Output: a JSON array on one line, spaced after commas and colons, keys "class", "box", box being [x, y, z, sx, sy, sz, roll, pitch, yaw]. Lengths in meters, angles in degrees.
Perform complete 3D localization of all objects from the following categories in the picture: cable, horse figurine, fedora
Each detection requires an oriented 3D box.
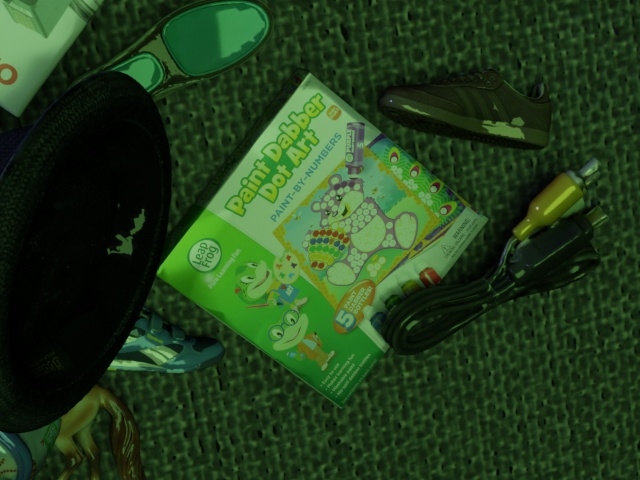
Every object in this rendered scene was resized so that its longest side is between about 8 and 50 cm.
[{"class": "cable", "box": [0.185, 0.031, 1.401, 0.287, 0.072, 0.139, -31, 145, -6]}, {"class": "horse figurine", "box": [-0.288, 0.176, 1.313, 0.263, 0.066, 0.175, 9, 102, -11]}, {"class": "fedora", "box": [-0.259, -0.005, 1.165, 0.152, 0.334, 0.334, 14, 99, 16]}]

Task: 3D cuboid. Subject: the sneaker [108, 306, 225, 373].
[{"class": "sneaker", "box": [-0.163, 0.097, 1.337, 0.144, 0.053, 0.059, 4, 99, -17]}]

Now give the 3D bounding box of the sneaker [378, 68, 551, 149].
[{"class": "sneaker", "box": [0.147, -0.141, 1.371, 0.188, 0.066, 0.071, 11, 82, -22]}]

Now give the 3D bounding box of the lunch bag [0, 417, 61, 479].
[{"class": "lunch bag", "box": [-0.397, 0.174, 1.214, 0.303, 0.115, 0.243, 37, 116, -8]}]

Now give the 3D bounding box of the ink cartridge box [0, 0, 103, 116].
[{"class": "ink cartridge box", "box": [-0.270, -0.283, 1.190, 0.211, 0.121, 0.289, 35, 91, -19]}]

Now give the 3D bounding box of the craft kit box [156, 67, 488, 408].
[{"class": "craft kit box", "box": [0.000, 0.000, 1.359, 0.246, 0.061, 0.250, 37, 90, -16]}]

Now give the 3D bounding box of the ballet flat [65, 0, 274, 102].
[{"class": "ballet flat", "box": [-0.144, -0.171, 1.272, 0.213, 0.068, 0.072, -28, 103, 1]}]
